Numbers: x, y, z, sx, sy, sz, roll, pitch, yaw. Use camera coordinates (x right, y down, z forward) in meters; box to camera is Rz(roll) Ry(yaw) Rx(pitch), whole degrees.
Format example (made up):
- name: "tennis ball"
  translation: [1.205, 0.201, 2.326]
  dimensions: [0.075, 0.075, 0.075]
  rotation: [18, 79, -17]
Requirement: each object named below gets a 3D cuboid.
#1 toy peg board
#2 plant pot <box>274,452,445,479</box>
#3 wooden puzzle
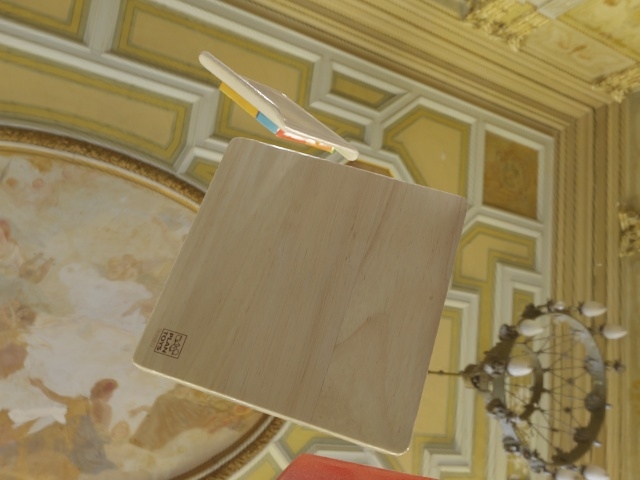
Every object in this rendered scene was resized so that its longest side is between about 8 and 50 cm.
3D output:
- name: "toy peg board"
  translation: [-0.006, 0.037, 0.374]
  dimensions: [0.160, 0.079, 0.161]
  rotation: [16, -114, 8]
- name: "plant pot"
  translation: [0.028, 0.386, 0.526]
  dimensions: [0.236, 0.267, 0.267]
  rotation: [-2, -90, -59]
- name: "wooden puzzle"
  translation: [-0.069, -0.214, 0.960]
  dimensions: [0.044, 0.221, 0.238]
  rotation: [-55, -31, 14]
